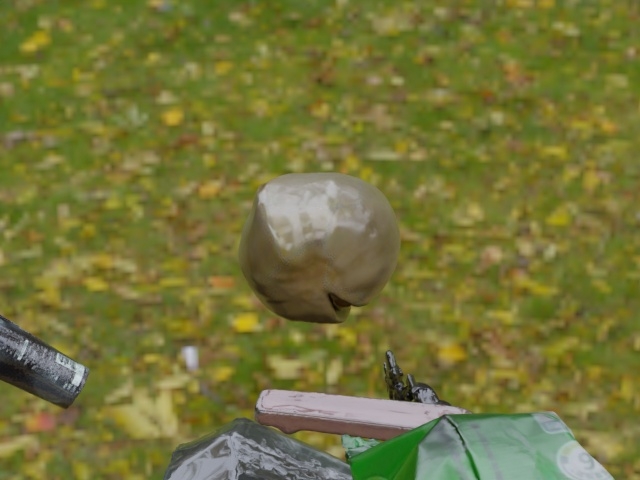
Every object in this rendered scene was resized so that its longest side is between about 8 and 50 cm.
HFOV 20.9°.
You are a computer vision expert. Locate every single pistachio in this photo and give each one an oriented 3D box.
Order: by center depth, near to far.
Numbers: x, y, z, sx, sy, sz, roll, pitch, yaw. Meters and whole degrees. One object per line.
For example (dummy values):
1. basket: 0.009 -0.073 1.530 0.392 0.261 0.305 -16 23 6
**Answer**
1. pistachio: 0.000 0.000 1.340 0.124 0.124 0.185 3 12 8

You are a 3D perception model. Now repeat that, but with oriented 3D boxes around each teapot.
1. teapot: 0.025 0.305 1.645 0.361 0.376 0.305 7 31 4

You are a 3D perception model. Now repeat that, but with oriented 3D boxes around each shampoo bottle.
1. shampoo bottle: -0.357 0.115 1.919 0.207 0.063 0.057 30 19 -17

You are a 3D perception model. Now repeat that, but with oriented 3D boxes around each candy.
1. candy: 0.093 0.139 1.003 0.141 0.078 0.203 -18 12 -9

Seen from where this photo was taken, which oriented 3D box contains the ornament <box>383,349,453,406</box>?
1. ornament: 0.133 0.241 1.944 0.106 0.260 0.251 -15 -6 -5
